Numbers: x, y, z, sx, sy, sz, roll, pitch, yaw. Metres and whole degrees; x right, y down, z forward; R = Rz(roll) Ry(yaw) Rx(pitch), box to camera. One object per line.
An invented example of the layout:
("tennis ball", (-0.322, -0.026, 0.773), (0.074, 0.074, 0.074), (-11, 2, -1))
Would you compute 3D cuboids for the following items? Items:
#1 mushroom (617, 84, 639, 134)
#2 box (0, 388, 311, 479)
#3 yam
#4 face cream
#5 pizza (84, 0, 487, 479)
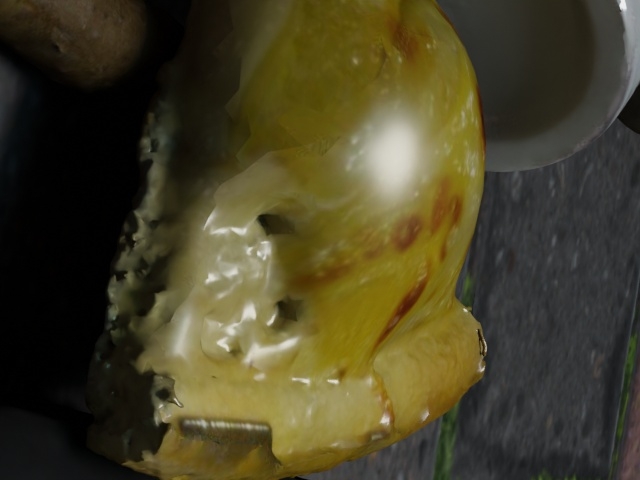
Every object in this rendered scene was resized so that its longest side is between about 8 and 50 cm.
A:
("mushroom", (0.249, -0.125, 1.062), (0.206, 0.209, 0.206), (-20, 90, -80))
("box", (-0.084, 0.203, 0.625), (0.289, 0.073, 0.290), (29, 73, -61))
("yam", (-0.027, -0.042, 0.690), (0.327, 0.045, 0.045), (31, 32, -60))
("face cream", (0.127, -0.193, 0.825), (0.369, 0.145, 0.145), (-55, 143, -41))
("pizza", (0.002, -0.009, 0.619), (0.204, 0.080, 0.188), (-28, 114, -57))
